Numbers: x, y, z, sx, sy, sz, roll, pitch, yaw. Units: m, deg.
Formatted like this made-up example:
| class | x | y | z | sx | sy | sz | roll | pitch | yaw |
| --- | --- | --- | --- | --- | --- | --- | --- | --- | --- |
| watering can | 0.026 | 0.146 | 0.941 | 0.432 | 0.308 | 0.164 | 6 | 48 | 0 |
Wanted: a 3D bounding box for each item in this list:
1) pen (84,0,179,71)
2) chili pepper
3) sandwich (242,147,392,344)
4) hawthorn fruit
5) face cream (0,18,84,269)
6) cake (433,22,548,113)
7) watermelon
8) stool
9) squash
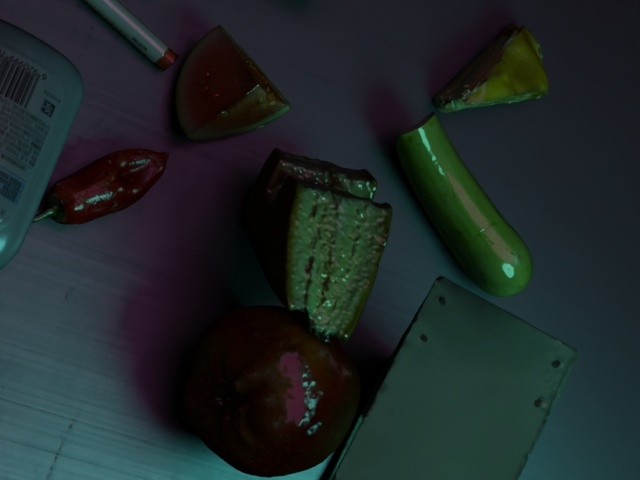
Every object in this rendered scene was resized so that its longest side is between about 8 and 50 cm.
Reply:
| class | x | y | z | sx | sy | sz | roll | pitch | yaw |
| --- | --- | --- | --- | --- | --- | --- | --- | --- | --- |
| pen | -0.245 | -0.265 | 1.532 | 0.239 | 0.028 | 0.028 | 41 | 61 | -22 |
| chili pepper | -0.227 | -0.053 | 1.488 | 0.191 | 0.050 | 0.059 | -30 | 91 | -36 |
| sandwich | 0.000 | 0.000 | 1.515 | 0.122 | 0.236 | 0.128 | 19 | 108 | -20 |
| hawthorn fruit | -0.037 | 0.154 | 1.508 | 0.200 | 0.179 | 0.179 | -3 | 82 | -47 |
| face cream | -0.349 | -0.050 | 1.386 | 0.163 | 0.080 | 0.337 | 28 | 66 | -24 |
| cake | 0.220 | -0.223 | 1.812 | 0.184 | 0.079 | 0.116 | -6 | 87 | -31 |
| watermelon | -0.096 | -0.155 | 1.573 | 0.125 | 0.094 | 0.135 | 51 | 62 | -24 |
| stool | 0.117 | 0.220 | 1.520 | 0.170 | 0.244 | 0.270 | 28 | 63 | 4 |
| squash | 0.172 | -0.037 | 1.735 | 0.083 | 0.083 | 0.250 | -42 | 105 | -33 |
